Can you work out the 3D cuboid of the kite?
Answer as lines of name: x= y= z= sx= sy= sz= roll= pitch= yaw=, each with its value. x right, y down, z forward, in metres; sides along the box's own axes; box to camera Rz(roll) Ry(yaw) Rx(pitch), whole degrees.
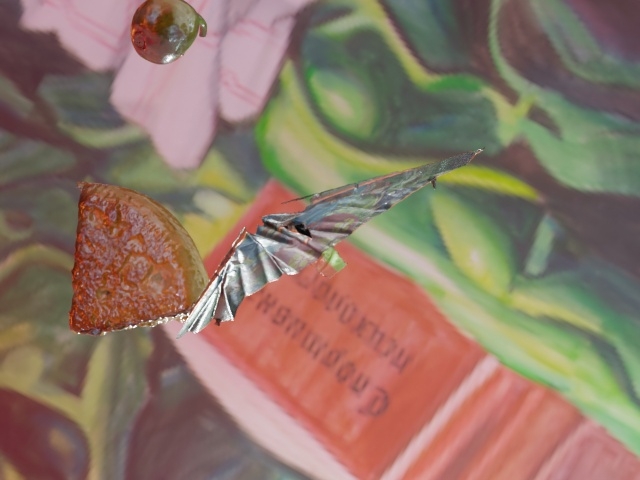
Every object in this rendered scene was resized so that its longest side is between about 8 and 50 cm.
kite: x=0.000 y=0.000 z=0.846 sx=0.014 sy=0.241 sz=0.183 roll=59 pitch=-175 yaw=17

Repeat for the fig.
fig: x=-0.174 y=-0.253 z=1.570 sx=0.082 sy=0.098 sz=0.084 roll=32 pitch=143 yaw=35

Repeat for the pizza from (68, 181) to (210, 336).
pizza: x=-0.160 y=0.030 z=1.118 sx=0.178 sy=0.131 sz=0.041 roll=30 pitch=-177 yaw=28
